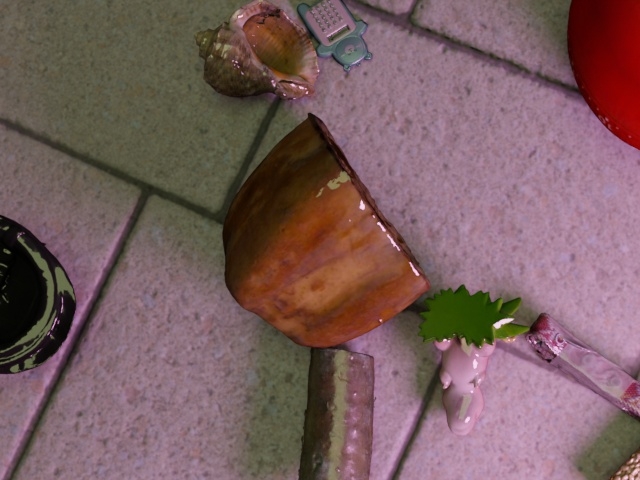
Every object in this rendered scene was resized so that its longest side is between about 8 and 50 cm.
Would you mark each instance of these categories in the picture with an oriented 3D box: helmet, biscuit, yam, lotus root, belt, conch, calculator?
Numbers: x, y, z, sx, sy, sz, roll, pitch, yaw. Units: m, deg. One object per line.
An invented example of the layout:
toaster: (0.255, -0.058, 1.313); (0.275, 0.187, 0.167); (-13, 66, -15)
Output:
helmet: (-0.497, 0.084, 1.863); (0.279, 0.160, 0.230); (24, 83, -1)
biscuit: (0.469, 0.323, 1.725); (0.168, 0.082, 0.070); (-47, 63, -3)
yam: (0.025, 0.281, 1.786); (0.106, 0.106, 0.259); (3, 81, 8)
lotus root: (0.000, 0.000, 1.780); (0.250, 0.316, 0.316); (-40, 77, 13)
belt: (0.399, 0.192, 1.770); (0.232, 0.071, 0.053); (35, 80, 9)
conch: (-0.093, -0.284, 1.883); (0.207, 0.130, 0.155); (22, 115, -6)
calculator: (0.024, -0.329, 1.932); (0.094, 0.019, 0.141); (-33, 77, -1)

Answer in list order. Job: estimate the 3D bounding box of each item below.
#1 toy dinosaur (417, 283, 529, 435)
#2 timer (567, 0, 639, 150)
toy dinosaur: (0.226, 0.163, 1.769); (0.152, 0.177, 0.194); (-2, 51, 12)
timer: (0.538, -0.299, 1.726); (0.378, 0.279, 0.378); (-1, 78, 6)
